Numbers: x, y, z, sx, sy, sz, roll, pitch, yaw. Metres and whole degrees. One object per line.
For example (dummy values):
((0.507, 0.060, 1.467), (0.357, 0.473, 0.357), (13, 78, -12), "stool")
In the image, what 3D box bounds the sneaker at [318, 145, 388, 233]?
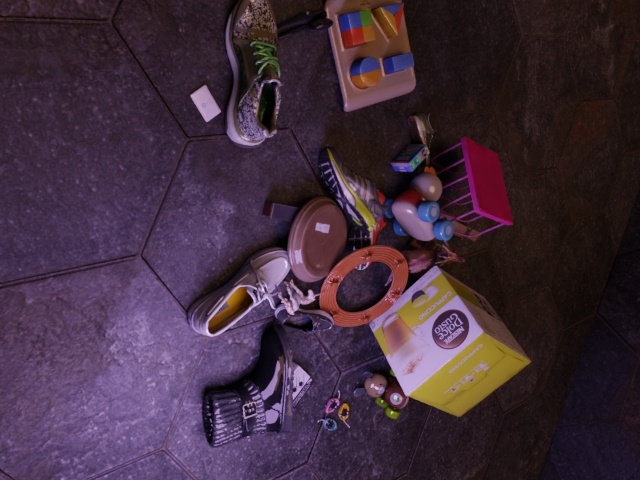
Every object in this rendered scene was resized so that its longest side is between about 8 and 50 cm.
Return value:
((0.102, -0.172, 1.777), (0.121, 0.111, 0.300), (-39, 105, -22), "sneaker")

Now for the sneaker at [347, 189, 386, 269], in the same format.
((0.172, -0.036, 1.899), (0.118, 0.107, 0.278), (0, 101, -45), "sneaker")

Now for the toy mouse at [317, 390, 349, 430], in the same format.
((0.038, 0.610, 1.982), (0.143, 0.031, 0.160), (-13, 108, -36), "toy mouse")

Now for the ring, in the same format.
((0.153, 0.163, 1.888), (0.337, 0.032, 0.336), (-15, 129, -19), "ring")

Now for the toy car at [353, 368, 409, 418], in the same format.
((0.217, 0.537, 2.048), (0.188, 0.149, 0.155), (21, 97, -28), "toy car")

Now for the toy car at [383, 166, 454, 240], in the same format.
((0.365, -0.142, 1.954), (0.210, 0.219, 0.238), (44, 68, -36), "toy car")

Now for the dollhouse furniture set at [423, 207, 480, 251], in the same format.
((0.494, -0.016, 2.183), (0.182, 0.101, 0.161), (20, 112, -40), "dollhouse furniture set")

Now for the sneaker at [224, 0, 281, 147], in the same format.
((-0.148, -0.450, 1.500), (0.158, 0.182, 0.410), (-7, 104, -37), "sneaker")

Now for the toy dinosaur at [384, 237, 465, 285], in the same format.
((0.359, 0.067, 2.002), (0.296, 0.200, 0.127), (-28, 116, -30), "toy dinosaur")

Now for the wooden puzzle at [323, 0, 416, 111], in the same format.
((0.180, -0.613, 1.786), (0.322, 0.081, 0.347), (-25, 115, -32), "wooden puzzle")

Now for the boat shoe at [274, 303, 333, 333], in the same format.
((-0.042, 0.261, 1.797), (0.229, 0.076, 0.080), (24, 111, -37), "boat shoe")

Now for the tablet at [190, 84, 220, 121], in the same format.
((-0.307, -0.367, 1.508), (0.054, 0.006, 0.083), (-43, 122, -22), "tablet")

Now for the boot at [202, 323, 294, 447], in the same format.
((-0.218, 0.430, 1.681), (0.260, 0.131, 0.347), (1, 85, -23), "boot")

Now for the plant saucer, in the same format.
((0.000, 0.000, 1.766), (0.278, 0.041, 0.277), (-20, 117, -48), "plant saucer")

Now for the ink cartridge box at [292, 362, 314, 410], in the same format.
((-0.117, 0.508, 1.829), (0.207, 0.046, 0.097), (-51, 124, -18), "ink cartridge box")

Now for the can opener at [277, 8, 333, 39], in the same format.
((-0.055, -0.623, 1.616), (0.186, 0.073, 0.059), (-22, 121, -23), "can opener")

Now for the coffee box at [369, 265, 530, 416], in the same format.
((0.449, 0.359, 1.979), (0.337, 0.334, 0.338), (-45, 130, 17), "coffee box")

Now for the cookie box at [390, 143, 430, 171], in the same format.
((0.311, -0.287, 1.955), (0.107, 0.092, 0.040), (-47, 122, -20), "cookie box")

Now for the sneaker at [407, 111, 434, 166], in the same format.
((0.375, -0.364, 2.003), (0.086, 0.064, 0.192), (-28, 113, -25), "sneaker")

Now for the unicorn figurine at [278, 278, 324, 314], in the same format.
((-0.074, 0.175, 1.760), (0.111, 0.060, 0.162), (57, 44, -16), "unicorn figurine")

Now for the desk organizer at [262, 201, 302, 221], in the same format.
((-0.106, -0.085, 1.700), (0.130, 0.050, 0.047), (9, 95, -39), "desk organizer")

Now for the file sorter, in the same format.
((0.531, -0.180, 2.022), (0.202, 0.182, 0.290), (16, 60, -38), "file sorter")

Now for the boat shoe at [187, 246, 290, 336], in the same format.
((-0.199, 0.148, 1.611), (0.367, 0.156, 0.135), (-35, 119, -27), "boat shoe")
